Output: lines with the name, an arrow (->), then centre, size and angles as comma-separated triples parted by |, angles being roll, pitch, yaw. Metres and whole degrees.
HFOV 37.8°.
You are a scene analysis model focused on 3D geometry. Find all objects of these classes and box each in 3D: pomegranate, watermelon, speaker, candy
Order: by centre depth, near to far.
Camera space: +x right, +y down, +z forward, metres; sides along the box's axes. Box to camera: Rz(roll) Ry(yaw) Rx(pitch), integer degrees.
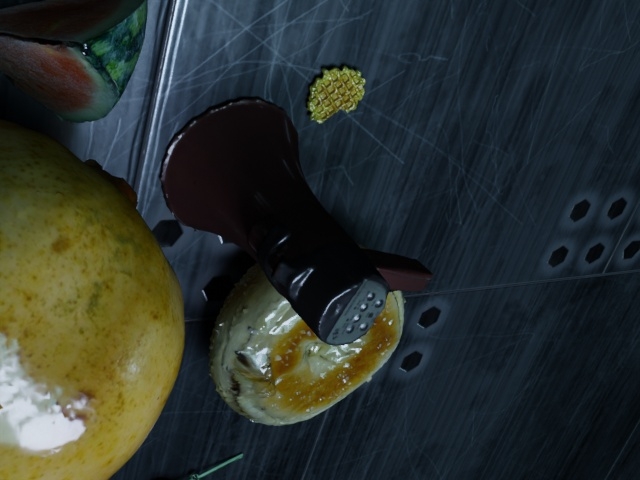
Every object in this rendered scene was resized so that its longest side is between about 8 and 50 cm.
pomegranate -> -0.323, 0.062, 0.907 | 0.417, 0.416, 0.416 | -19, 133, -22
watermelon -> -0.260, -0.176, 0.938 | 0.202, 0.207, 0.136 | -15, 106, -5
speaker -> -0.021, 0.009, 1.143 | 0.198, 0.329, 0.259 | -42, 144, 1
candy -> -0.204, 0.388, 1.520 | 0.185, 0.049, 0.055 | -22, 166, -31

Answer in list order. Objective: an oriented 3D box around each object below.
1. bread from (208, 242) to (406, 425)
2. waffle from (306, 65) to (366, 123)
bread -> -0.026, 0.122, 1.337 | 0.306, 0.159, 0.305 | -22, 137, -22
waffle -> 0.021, -0.192, 1.219 | 0.085, 0.016, 0.078 | -14, 131, -27
